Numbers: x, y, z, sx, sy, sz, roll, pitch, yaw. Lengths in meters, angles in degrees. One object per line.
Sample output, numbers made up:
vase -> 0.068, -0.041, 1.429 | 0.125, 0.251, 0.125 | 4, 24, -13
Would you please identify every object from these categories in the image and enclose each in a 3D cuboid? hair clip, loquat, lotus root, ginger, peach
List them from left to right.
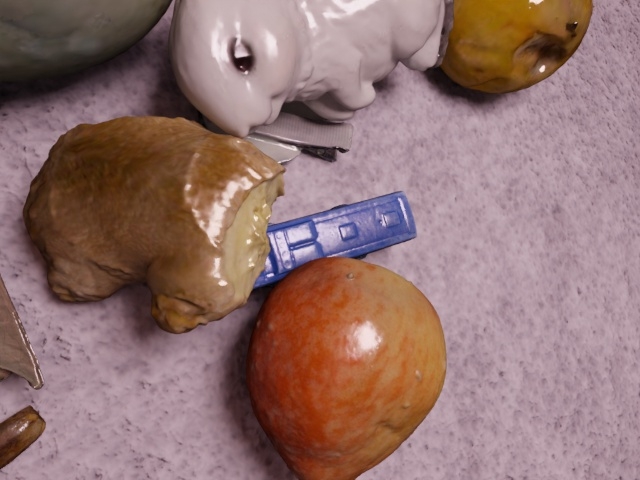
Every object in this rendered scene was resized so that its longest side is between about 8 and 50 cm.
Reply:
lotus root -> -0.307, 0.197, 0.417 | 0.083, 0.030, 0.037 | -35, 91, -22
ginger -> -0.161, -0.011, 0.426 | 0.276, 0.130, 0.221 | -26, 73, 13
hair clip -> -0.068, -0.158, 0.579 | 0.220, 0.054, 0.140 | 13, 77, -13
peach -> 0.027, 0.137, 0.449 | 0.233, 0.232, 0.232 | 5, 75, -18
loquat -> 0.267, -0.344, 0.652 | 0.244, 0.244, 0.243 | 5, 75, -18

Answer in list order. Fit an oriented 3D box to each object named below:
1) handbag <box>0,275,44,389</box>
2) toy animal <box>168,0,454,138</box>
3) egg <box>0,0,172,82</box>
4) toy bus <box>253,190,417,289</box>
handbag -> -0.378, 0.039, 0.391 | 0.183, 0.117, 0.270 | -22, 85, -14
toy animal -> -0.009, -0.255, 0.491 | 0.357, 0.194, 0.257 | -29, 123, -38
egg -> -0.336, -0.314, 0.367 | 0.428, 0.345, 0.345 | 5, 75, -21
toy bus -> 0.000, -0.003, 0.537 | 0.237, 0.094, 0.079 | -16, 82, -22
